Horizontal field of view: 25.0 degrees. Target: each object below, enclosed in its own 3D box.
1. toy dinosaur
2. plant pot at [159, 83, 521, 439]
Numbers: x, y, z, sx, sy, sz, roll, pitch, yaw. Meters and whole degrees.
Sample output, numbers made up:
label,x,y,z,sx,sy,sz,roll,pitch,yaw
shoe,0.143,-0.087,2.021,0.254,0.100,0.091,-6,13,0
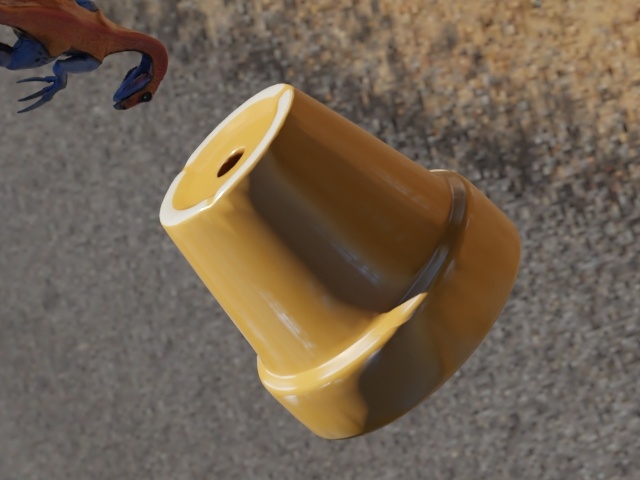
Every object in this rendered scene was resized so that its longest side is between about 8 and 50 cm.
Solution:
label,x,y,z,sx,sy,sz,roll,pitch,yaw
toy dinosaur,-0.082,-0.062,0.469,0.090,0.082,0.047,21,103,63
plant pot,0.000,0.000,0.992,0.188,0.205,0.205,43,161,-20
